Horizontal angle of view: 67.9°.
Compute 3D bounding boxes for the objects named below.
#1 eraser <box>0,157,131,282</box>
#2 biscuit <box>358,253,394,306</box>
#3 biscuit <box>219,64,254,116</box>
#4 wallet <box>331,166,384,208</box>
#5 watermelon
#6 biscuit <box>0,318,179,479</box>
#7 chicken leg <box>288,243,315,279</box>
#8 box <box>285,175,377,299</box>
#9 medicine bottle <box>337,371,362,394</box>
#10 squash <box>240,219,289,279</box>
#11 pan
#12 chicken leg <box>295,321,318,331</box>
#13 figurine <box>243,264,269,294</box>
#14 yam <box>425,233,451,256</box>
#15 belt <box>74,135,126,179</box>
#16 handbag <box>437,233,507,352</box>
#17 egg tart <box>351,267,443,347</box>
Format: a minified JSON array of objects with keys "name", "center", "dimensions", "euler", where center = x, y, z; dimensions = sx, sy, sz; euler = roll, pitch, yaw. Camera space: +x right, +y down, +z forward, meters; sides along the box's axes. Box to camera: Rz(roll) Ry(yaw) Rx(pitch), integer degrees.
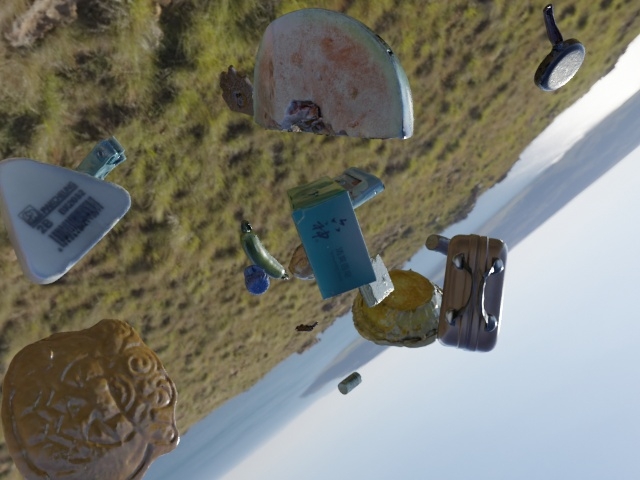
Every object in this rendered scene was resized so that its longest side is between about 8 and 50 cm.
[{"name":"eraser","center":[-0.712,-0.035,1.281],"dimensions":[0.331,0.331,0.150],"euler":[-27,-172,-36]},{"name":"biscuit","center":[0.150,0.109,1.336],"dimensions":[0.040,0.121,0.199],"euler":[-24,178,23]},{"name":"biscuit","center":[-0.330,-0.607,1.916],"dimensions":[0.034,0.182,0.215],"euler":[-55,152,-32]},{"name":"wallet","center":[0.090,-0.173,1.769],"dimensions":[0.250,0.176,0.075],"euler":[-34,137,-25]},{"name":"watermelon","center":[0.032,-0.266,0.780],"dimensions":[0.175,0.321,0.188],"euler":[-25,125,-53]},{"name":"biscuit","center":[-0.496,0.368,1.060],"dimensions":[0.062,0.385,0.365],"euler":[-42,166,35]},{"name":"chicken leg","center":[0.001,0.000,1.116],"dimensions":[0.208,0.085,0.101],"euler":[-61,166,-8]},{"name":"box","center":[0.009,-0.017,0.816],"dimensions":[0.092,0.153,0.245],"euler":[-20,-165,-1]},{"name":"medicine bottle","center":[0.100,0.486,1.621],"dimensions":[0.083,0.047,0.047],"euler":[-21,157,-45]},{"name":"squash","center":[-0.206,0.055,1.647],"dimensions":[0.080,0.071,0.318],"euler":[-55,137,-22]},{"name":"pan","center":[0.488,-0.393,0.975],"dimensions":[0.115,0.040,0.212],"euler":[-38,141,8]},{"name":"chicken leg","center":[-0.046,0.302,1.641],"dimensions":[0.083,0.036,0.021],"euler":[-11,123,-2]},{"name":"figurine","center":[-0.201,0.121,1.473],"dimensions":[0.149,0.086,0.087],"euler":[160,-52,-79]},{"name":"yam","center":[0.522,0.022,2.035],"dimensions":[0.127,0.084,0.084],"euler":[17,132,-30]},{"name":"belt","center":[-0.709,-0.199,1.455],"dimensions":[0.302,0.072,0.087],"euler":[-38,177,17]},{"name":"handbag","center":[0.375,0.128,1.180],"dimensions":[0.283,0.149,0.302],"euler":[32,68,-76]},{"name":"egg tart","center":[0.293,0.227,1.728],"dimensions":[0.387,0.388,0.169],"euler":[-30,131,-30]}]
